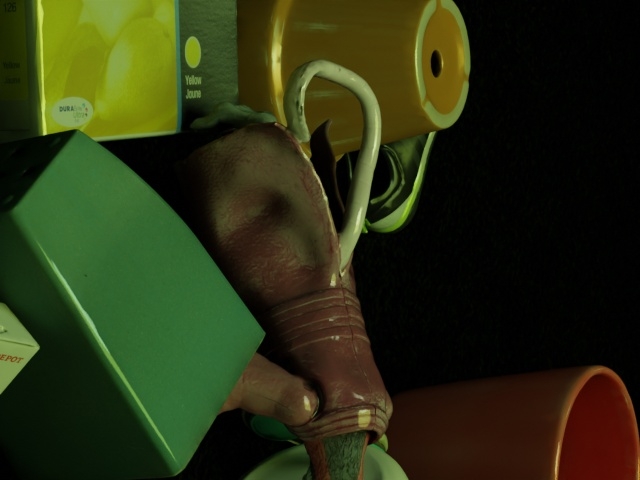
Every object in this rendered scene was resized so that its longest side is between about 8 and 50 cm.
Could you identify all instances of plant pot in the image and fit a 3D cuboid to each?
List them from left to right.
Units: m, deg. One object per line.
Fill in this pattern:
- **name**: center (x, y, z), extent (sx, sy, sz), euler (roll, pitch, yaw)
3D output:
- **plant pot**: center (-0.189, 0.043, 1.412), extent (0.234, 0.166, 0.165), euler (62, 39, -28)
- **plant pot**: center (0.035, -0.170, 1.785), extent (0.205, 0.188, 0.205), euler (-2, 92, -61)
- **plant pot**: center (0.197, 0.265, 2.038), extent (0.275, 0.243, 0.275), euler (-4, 95, -61)

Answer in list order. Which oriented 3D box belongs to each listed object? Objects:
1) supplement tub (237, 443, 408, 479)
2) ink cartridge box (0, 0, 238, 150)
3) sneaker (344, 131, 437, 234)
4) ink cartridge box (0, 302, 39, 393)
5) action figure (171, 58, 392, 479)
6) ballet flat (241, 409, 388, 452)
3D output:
- **supplement tub**: center (0.021, 0.346, 1.769), extent (0.191, 0.191, 0.272), euler (-54, 136, -47)
- **ink cartridge box**: center (-0.168, -0.237, 1.538), extent (0.304, 0.072, 0.307), euler (-13, 104, -60)
- **sneaker**: center (0.074, -0.119, 1.969), extent (0.097, 0.084, 0.234), euler (23, 70, -58)
- **ink cartridge box**: center (-0.271, 0.096, 1.301), extent (0.122, 0.052, 0.088), euler (-47, 153, 12)
- **action figure**: center (0.002, 0.070, 1.599), extent (0.248, 0.276, 0.370), euler (6, 60, -51)
- **ballet flat**: center (-0.012, 0.166, 1.840), extent (0.248, 0.086, 0.086), euler (39, 57, -57)
